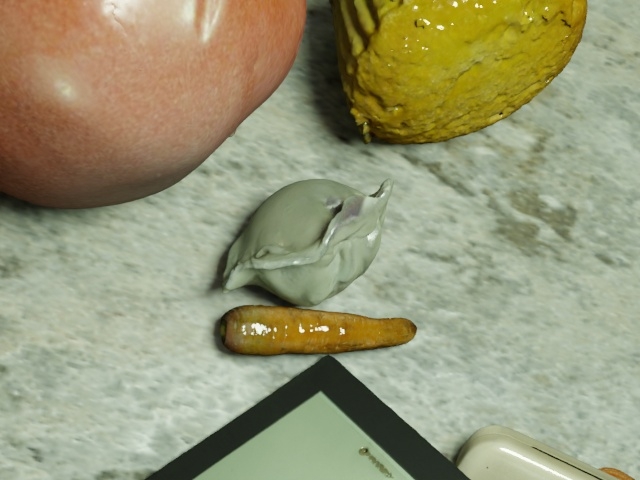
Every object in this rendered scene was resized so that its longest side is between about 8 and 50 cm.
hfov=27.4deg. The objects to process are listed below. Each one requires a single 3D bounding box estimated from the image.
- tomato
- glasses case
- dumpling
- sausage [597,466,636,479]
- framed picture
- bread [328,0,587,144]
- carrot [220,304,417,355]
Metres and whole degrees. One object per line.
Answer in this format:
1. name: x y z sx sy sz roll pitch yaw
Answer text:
1. tomato: -0.165 -0.169 1.041 0.341 0.341 0.273 -39 105 -21
2. glasses case: 0.214 0.236 1.179 0.196 0.050 0.083 24 115 1
3. dumpling: 0.000 0.000 1.154 0.188 0.127 0.108 -27 99 -25
4. sausage: 0.379 0.318 1.238 0.347 0.053 0.053 36 70 -6
5. framed picture: -0.050 0.252 1.048 0.347 0.016 0.265 -33 45 -21
6. bread: 0.123 -0.188 1.187 0.240 0.240 0.139 -9 59 -19
7. carrot: 0.003 0.080 1.182 0.191 0.047 0.047 1 78 -19
